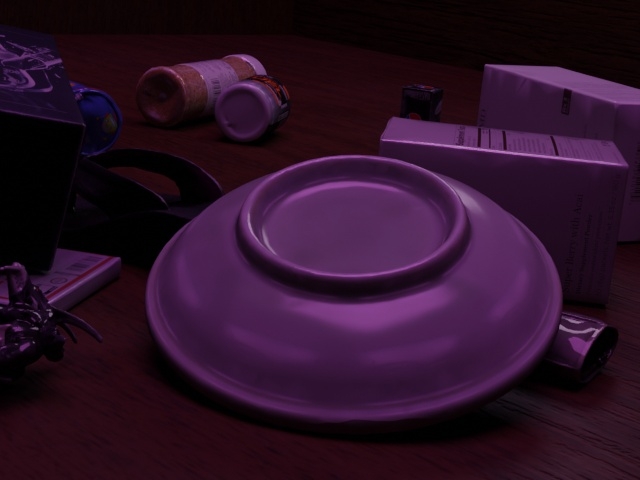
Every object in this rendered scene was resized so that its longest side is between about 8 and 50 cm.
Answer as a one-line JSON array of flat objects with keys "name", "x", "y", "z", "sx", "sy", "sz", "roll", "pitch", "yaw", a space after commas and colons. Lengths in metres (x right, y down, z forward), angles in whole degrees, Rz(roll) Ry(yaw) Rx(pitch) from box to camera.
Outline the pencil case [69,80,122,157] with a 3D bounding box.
[{"name": "pencil case", "x": -0.470, "y": -0.225, "z": 2.061, "sx": 0.133, "sy": 0.119, "sz": 0.306, "roll": -20, "pitch": 28, "yaw": -36}]

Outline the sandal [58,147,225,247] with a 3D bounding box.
[{"name": "sandal", "x": -0.198, "y": -0.058, "z": 1.449, "sx": 0.446, "sy": 0.107, "sz": 0.167, "roll": 2, "pitch": 16, "yaw": 37}]

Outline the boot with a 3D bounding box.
[{"name": "boot", "x": 0.209, "y": 0.075, "z": 1.256, "sx": 0.208, "sy": 0.076, "sz": 0.189, "roll": 6, "pitch": 28, "yaw": 30}]

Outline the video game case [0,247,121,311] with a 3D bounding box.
[{"name": "video game case", "x": -0.388, "y": 0.033, "z": 1.304, "sx": 0.285, "sy": 0.025, "sz": 0.204, "roll": 9, "pitch": 16, "yaw": 12}]

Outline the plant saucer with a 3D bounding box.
[{"name": "plant saucer", "x": 0.030, "y": 0.013, "z": 1.134, "sx": 0.400, "sy": 0.100, "sz": 0.400, "roll": -2, "pitch": 34, "yaw": 1}]

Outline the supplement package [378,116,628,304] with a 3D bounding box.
[{"name": "supplement package", "x": 0.215, "y": -0.041, "z": 1.489, "sx": 0.293, "sy": 0.177, "sz": 0.175, "roll": 6, "pitch": 15, "yaw": 6}]

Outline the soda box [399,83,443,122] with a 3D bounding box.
[{"name": "soda box", "x": 0.160, "y": -0.169, "z": 1.965, "sx": 0.053, "sy": 0.169, "sz": 0.060, "roll": 12, "pitch": 16, "yaw": 22}]

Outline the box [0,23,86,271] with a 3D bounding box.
[{"name": "box", "x": -0.461, "y": -0.134, "z": 1.314, "sx": 0.343, "sy": 0.179, "sz": 0.312, "roll": 9, "pitch": 23, "yaw": -24}]

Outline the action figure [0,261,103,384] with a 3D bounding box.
[{"name": "action figure", "x": -0.320, "y": 0.062, "z": 1.003, "sx": 0.276, "sy": 0.141, "sz": 0.164, "roll": -10, "pitch": 9, "yaw": -40}]

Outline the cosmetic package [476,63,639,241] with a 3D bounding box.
[{"name": "cosmetic package", "x": 0.401, "y": -0.148, "z": 1.889, "sx": 0.156, "sy": 0.217, "sz": 0.385, "roll": -1, "pitch": 15, "yaw": -24}]

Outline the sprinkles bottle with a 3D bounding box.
[{"name": "sprinkles bottle", "x": -0.237, "y": -0.312, "z": 2.455, "sx": 0.121, "sy": 0.121, "sz": 0.355, "roll": 11, "pitch": 16, "yaw": 22}]

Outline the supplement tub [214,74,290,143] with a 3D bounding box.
[{"name": "supplement tub", "x": -0.125, "y": -0.256, "z": 2.297, "sx": 0.117, "sy": 0.117, "sz": 0.190, "roll": 8, "pitch": 15, "yaw": 10}]
